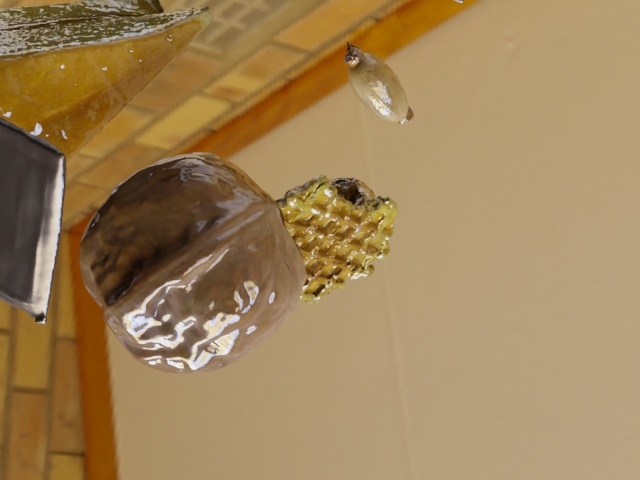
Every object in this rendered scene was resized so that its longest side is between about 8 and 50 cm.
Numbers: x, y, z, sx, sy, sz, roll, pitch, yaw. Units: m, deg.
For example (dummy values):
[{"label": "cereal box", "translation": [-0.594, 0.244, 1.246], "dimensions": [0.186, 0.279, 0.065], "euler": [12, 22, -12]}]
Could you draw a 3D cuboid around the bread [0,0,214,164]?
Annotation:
[{"label": "bread", "translation": [-0.345, -0.263, 1.554], "dimensions": [0.362, 0.245, 0.233], "euler": [-44, -140, -14]}]

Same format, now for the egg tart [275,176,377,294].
[{"label": "egg tart", "translation": [-0.010, 0.010, 2.170], "dimensions": [0.291, 0.107, 0.291], "euler": [-24, -143, 19]}]

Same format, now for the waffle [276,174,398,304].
[{"label": "waffle", "translation": [-0.001, -0.001, 1.871], "dimensions": [0.291, 0.291, 0.051], "euler": [-56, -135, 29]}]

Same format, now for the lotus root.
[{"label": "lotus root", "translation": [0.080, -0.223, 1.758], "dimensions": [0.062, 0.150, 0.073], "euler": [-34, -155, 19]}]

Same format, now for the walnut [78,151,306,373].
[{"label": "walnut", "translation": [-0.151, 0.029, 1.480], "dimensions": [0.273, 0.227, 0.273], "euler": [-11, -110, 31]}]

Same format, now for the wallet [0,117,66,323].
[{"label": "wallet", "translation": [-0.401, -0.072, 1.261], "dimensions": [0.323, 0.041, 0.247], "euler": [31, -45, 13]}]

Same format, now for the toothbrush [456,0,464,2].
[{"label": "toothbrush", "translation": [0.150, -0.433, 1.962], "dimensions": [0.193, 0.013, 0.019], "euler": [34, -74, 11]}]
